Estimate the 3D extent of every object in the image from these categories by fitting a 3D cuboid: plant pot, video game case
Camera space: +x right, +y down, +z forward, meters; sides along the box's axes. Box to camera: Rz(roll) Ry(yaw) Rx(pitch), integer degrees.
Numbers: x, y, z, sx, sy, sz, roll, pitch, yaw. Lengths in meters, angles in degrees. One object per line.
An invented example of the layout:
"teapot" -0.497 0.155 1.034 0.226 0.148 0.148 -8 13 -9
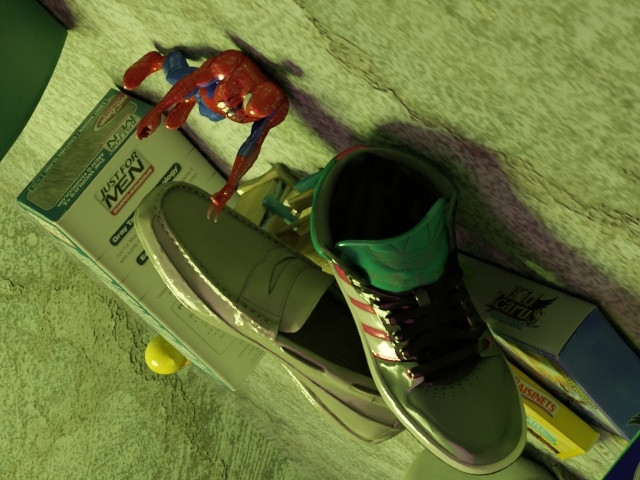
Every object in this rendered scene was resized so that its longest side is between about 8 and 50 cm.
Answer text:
"plant pot" -0.394 -0.173 1.855 0.165 0.234 0.166 45 166 -28
"video game case" 0.219 0.125 1.572 0.269 0.061 0.244 46 168 -34

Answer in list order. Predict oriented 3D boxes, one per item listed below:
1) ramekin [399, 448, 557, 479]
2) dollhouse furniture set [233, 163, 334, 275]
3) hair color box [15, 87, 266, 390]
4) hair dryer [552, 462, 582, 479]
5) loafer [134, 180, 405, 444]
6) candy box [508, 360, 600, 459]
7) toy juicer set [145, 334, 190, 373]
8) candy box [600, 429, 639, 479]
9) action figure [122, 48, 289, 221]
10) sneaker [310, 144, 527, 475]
"ramekin" 0.202 0.379 2.156 0.127 0.272 0.273 10 152 41
"dollhouse furniture set" 0.000 0.000 1.699 0.129 0.129 0.184 42 138 -22
"hair color box" -0.167 0.003 2.000 0.105 0.174 0.347 27 164 49
"hair dryer" 0.329 0.306 1.834 0.223 0.080 0.293 58 -177 3
"loafer" -0.027 0.053 1.569 0.319 0.112 0.111 39 140 -8
"candy box" 0.150 0.120 1.539 0.206 0.027 0.105 38 168 4
"toy juicer set" -0.196 0.058 2.212 0.090 0.209 0.329 14 165 8
"candy box" 0.297 0.269 1.374 0.122 0.268 0.317 35 169 34
"action figure" -0.118 -0.103 1.551 0.091 0.139 0.280 41 166 -22
"sneaker" 0.079 0.040 1.399 0.295 0.124 0.178 60 175 18
